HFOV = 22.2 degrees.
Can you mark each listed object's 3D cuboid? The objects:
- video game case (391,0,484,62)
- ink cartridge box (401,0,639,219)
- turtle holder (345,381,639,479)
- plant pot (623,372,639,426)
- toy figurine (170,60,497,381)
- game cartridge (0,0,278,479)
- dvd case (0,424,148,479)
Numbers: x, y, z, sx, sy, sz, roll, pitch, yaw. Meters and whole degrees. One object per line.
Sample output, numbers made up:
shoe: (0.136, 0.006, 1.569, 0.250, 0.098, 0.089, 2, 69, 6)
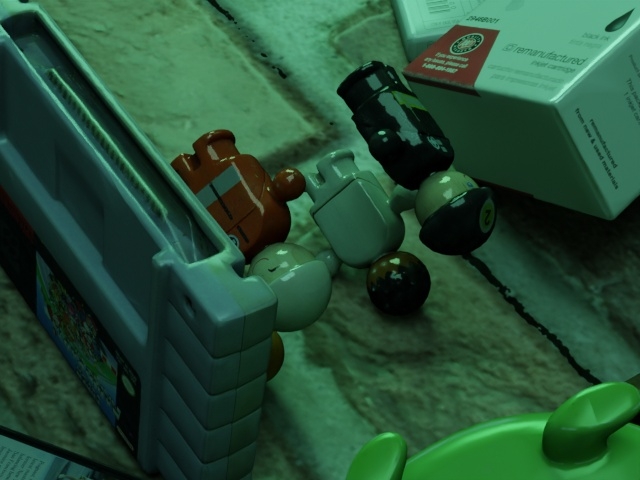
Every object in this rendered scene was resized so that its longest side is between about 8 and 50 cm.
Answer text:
video game case: (0.193, -0.305, 1.490, 0.300, 0.036, 0.329, -9, 52, -5)
ink cartridge box: (0.232, -0.158, 1.252, 0.273, 0.114, 0.197, -41, 29, -17)
turtle holder: (0.108, 0.253, 0.935, 0.320, 0.227, 0.243, -40, 58, -12)
plant pot: (0.339, 0.111, 1.019, 0.230, 0.215, 0.215, -36, 58, -7)
toy figurine: (0.000, 0.000, 1.153, 0.213, 0.209, 0.148, -25, 72, -24)
game cartridge: (-0.155, 0.006, 1.137, 0.068, 0.230, 0.355, -20, 53, -30)
dvd case: (-0.263, 0.201, 1.119, 0.253, 0.022, 0.180, 18, 54, 15)
